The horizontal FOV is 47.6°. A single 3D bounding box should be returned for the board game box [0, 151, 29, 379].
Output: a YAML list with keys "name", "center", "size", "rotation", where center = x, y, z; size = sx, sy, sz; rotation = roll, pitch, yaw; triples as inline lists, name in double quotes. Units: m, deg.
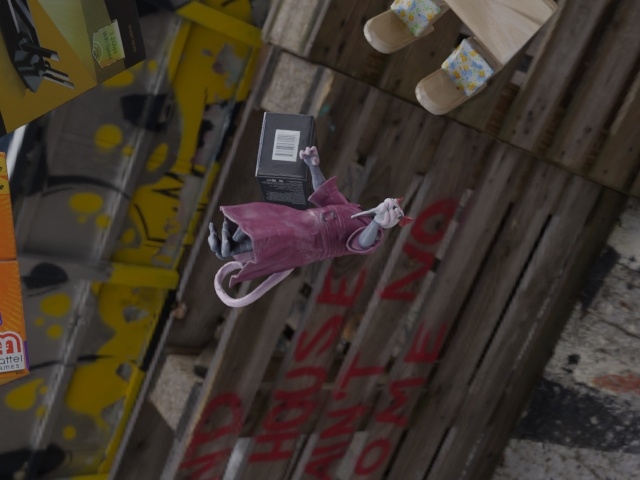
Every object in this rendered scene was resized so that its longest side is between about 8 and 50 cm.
- name: "board game box"
  center: [-0.704, 0.079, 1.133]
  size: [0.356, 0.357, 0.356]
  rotation: [-22, 74, 50]

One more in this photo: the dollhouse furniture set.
- name: "dollhouse furniture set"
  center: [0.147, -0.417, 1.023]
  size: [0.394, 0.256, 0.362]
  rotation: [50, 143, 6]

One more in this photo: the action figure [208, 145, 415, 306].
- name: "action figure"
  center: [0.000, 0.000, 1.297]
  size: [0.248, 0.370, 0.275]
  rotation: [-120, 28, -49]

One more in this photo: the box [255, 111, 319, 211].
- name: "box"
  center: [-0.067, -0.163, 1.575]
  size: [0.108, 0.207, 0.153]
  rotation: [5, 71, 4]

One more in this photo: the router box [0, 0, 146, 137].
- name: "router box"
  center: [-0.322, -0.286, 0.750]
  size: [0.081, 0.243, 0.308]
  rotation: [28, 142, 27]
